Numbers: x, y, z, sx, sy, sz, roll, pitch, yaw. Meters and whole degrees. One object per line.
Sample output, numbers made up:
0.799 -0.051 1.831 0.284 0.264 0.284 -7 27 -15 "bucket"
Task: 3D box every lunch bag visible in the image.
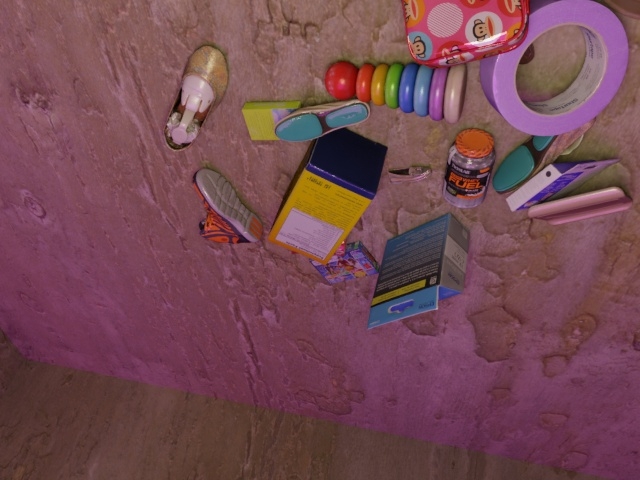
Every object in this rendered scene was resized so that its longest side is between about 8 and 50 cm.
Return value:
0.276 -0.486 1.108 0.258 0.120 0.293 -8 95 25 "lunch bag"

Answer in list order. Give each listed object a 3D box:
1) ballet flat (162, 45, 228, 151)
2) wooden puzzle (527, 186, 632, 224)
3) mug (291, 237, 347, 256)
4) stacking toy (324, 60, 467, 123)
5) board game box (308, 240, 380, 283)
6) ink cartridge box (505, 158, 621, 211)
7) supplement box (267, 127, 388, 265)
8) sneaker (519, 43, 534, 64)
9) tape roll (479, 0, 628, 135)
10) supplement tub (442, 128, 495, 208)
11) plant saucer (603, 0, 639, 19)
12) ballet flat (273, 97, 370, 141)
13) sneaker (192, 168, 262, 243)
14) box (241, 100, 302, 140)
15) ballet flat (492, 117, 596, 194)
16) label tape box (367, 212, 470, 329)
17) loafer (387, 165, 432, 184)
-0.340 -0.358 1.589 0.123 0.123 0.348 28 139 -13 "ballet flat"
0.664 -0.091 1.525 0.221 0.044 0.239 -15 167 31 "wooden puzzle"
0.000 -0.009 1.909 0.169 0.150 0.113 6 104 7 "mug"
0.168 -0.358 1.401 0.331 0.141 0.141 9 140 17 "stacking toy"
0.080 0.077 2.011 0.201 0.035 0.136 -15 131 33 "board game box"
0.590 -0.150 1.458 0.206 0.045 0.208 -10 159 -38 "ink cartridge box"
0.013 -0.127 1.671 0.194 0.195 0.356 24 140 -8 "supplement box"
0.387 -0.432 1.271 0.188 0.071 0.066 38 136 -23 "sneaker"
0.475 -0.359 1.228 0.275 0.090 0.274 -3 122 -4 "tape roll"
0.380 -0.184 1.531 0.117 0.117 0.190 9 140 10 "supplement tub"
0.640 -0.536 1.083 0.278 0.041 0.277 10 140 8 "plant saucer"
0.004 -0.311 1.514 0.249 0.086 0.086 -11 136 6 "ballet flat"
-0.340 -0.086 1.902 0.180 0.124 0.321 -12 133 29 "sneaker"
-0.112 -0.321 1.606 0.178 0.042 0.109 3 139 16 "box"
0.549 -0.210 1.457 0.106 0.107 0.316 9 145 -19 "ballet flat"
0.287 0.112 1.730 0.115 0.347 0.249 40 136 -26 "label tape box"
0.243 -0.185 1.640 0.125 0.045 0.039 -10 127 33 "loafer"
